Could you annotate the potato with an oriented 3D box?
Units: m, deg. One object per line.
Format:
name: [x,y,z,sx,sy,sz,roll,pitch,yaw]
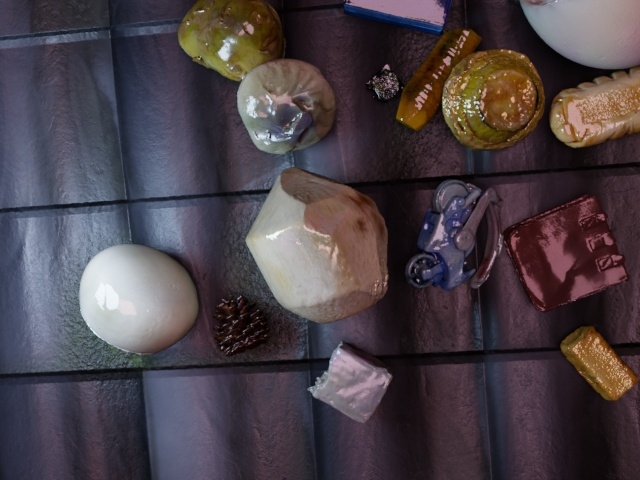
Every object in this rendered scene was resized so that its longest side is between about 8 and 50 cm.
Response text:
potato: [-0.245,-0.567,1.831,0.300,0.196,0.246,22,94,5]

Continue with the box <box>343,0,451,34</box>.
box: [0.225,-0.717,1.819,0.279,0.116,0.261,13,95,2]

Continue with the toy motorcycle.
toy motorcycle: [0.377,0.002,1.821,0.241,0.182,0.318,21,94,3]

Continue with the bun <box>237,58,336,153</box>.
bun: [-0.084,-0.353,1.812,0.273,0.168,0.272,-5,120,-9]

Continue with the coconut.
coconut: [0.000,0.000,1.756,0.345,0.415,0.415,-25,92,-15]

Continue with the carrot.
carrot: [0.309,-0.439,1.830,0.114,0.114,0.301,33,93,2]

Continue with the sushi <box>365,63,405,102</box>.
sushi: [0.176,-0.425,1.873,0.085,0.056,0.083,-39,97,5]

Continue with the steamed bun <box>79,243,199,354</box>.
steamed bun: [-0.481,0.143,1.838,0.324,0.324,0.206,35,113,2]

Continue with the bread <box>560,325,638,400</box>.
bread: [0.760,0.335,1.862,0.114,0.083,0.211,-40,90,1]

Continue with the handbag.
handbag: [0.665,0.037,1.849,0.276,0.084,0.259,-25,91,6]

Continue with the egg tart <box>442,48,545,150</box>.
egg tart: [0.468,-0.366,1.782,0.294,0.123,0.293,-3,103,-15]

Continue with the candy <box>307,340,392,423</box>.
candy: [0.090,0.399,1.900,0.195,0.137,0.184,29,96,0]

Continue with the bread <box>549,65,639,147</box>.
bread: [0.757,-0.349,1.792,0.312,0.121,0.172,-15,89,6]

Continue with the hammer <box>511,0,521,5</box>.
hammer: [0.608,-0.801,1.817,0.111,0.043,0.365,30,94,4]

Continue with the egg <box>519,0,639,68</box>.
egg: [0.724,-0.581,1.685,0.354,0.354,0.340,-45,116,7]

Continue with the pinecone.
pinecone: [-0.230,0.231,1.913,0.163,0.163,0.165,-26,78,6]
